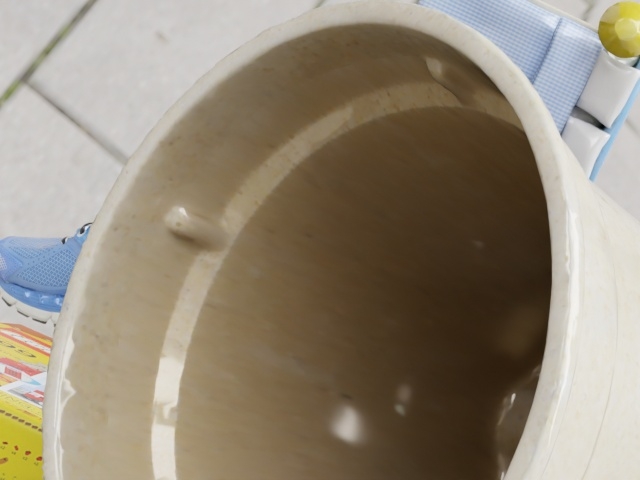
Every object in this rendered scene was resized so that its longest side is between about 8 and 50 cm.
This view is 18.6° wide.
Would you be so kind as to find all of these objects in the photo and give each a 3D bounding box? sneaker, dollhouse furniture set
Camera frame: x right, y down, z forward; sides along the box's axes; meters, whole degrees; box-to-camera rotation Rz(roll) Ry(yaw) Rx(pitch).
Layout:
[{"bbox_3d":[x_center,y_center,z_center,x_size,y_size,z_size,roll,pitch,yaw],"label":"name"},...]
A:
[{"bbox_3d":[-0.153,-0.006,1.765,0.130,0.330,0.147,-34,117,-64],"label":"sneaker"},{"bbox_3d":[0.077,-0.098,1.519,0.286,0.303,0.198,29,11,7],"label":"dollhouse furniture set"}]

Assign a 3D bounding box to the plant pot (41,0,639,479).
[{"bbox_3d":[0.083,0.089,0.996,0.305,0.334,0.333,23,46,-42],"label":"plant pot"}]

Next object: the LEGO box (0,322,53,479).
[{"bbox_3d":[-0.094,0.237,1.341,0.500,0.193,0.372,24,2,12],"label":"LEGO box"}]
